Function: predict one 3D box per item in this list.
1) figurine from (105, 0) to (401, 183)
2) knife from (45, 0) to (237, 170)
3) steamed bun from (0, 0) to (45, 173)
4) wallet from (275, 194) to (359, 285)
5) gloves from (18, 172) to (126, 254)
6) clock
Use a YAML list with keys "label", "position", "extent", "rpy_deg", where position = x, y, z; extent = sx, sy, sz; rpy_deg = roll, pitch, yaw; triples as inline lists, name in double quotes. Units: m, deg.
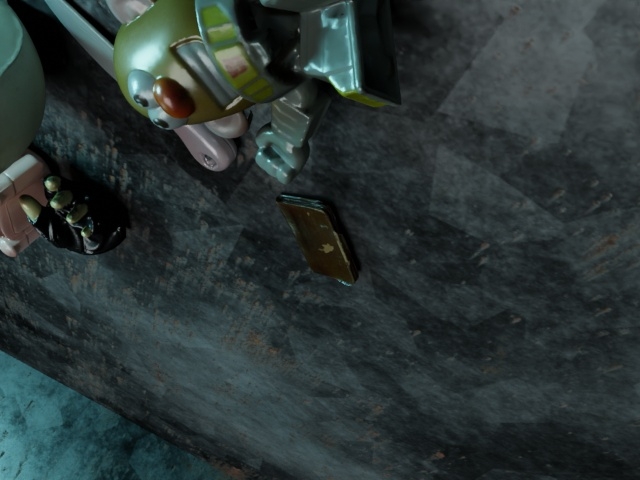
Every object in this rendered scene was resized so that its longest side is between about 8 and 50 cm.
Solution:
- label: "figurine"
  position: [-0.084, -0.197, 0.677]
  extent: [0.284, 0.167, 0.343]
  rpy_deg: [-6, 114, 32]
- label: "knife"
  position: [-0.246, -0.218, 0.922]
  extent: [0.336, 0.043, 0.081]
  rpy_deg: [44, 153, -13]
- label: "steamed bun"
  position: [-0.527, -0.192, 0.886]
  extent: [0.324, 0.324, 0.206]
  rpy_deg: [28, 138, 1]
- label: "wallet"
  position: [0.000, 0.000, 1.041]
  extent: [0.095, 0.026, 0.176]
  rpy_deg: [13, 145, 33]
- label: "gloves"
  position: [-0.435, -0.051, 1.212]
  extent: [0.164, 0.124, 0.203]
  rpy_deg: [-3, 145, -8]
- label: "clock"
  position: [-0.610, -0.124, 1.248]
  extent: [0.241, 0.142, 0.227]
  rpy_deg: [34, 146, 9]
